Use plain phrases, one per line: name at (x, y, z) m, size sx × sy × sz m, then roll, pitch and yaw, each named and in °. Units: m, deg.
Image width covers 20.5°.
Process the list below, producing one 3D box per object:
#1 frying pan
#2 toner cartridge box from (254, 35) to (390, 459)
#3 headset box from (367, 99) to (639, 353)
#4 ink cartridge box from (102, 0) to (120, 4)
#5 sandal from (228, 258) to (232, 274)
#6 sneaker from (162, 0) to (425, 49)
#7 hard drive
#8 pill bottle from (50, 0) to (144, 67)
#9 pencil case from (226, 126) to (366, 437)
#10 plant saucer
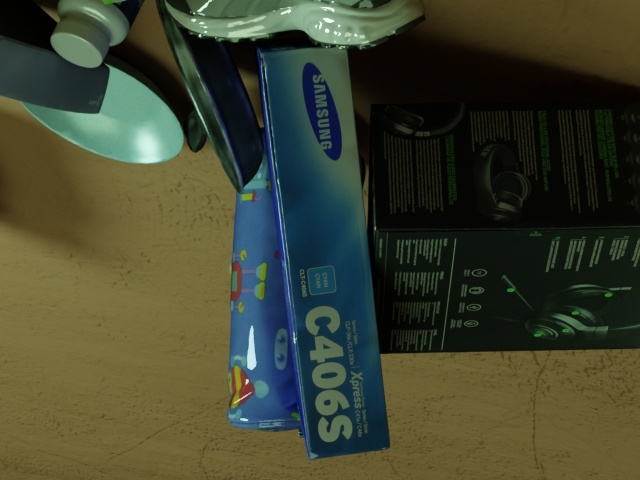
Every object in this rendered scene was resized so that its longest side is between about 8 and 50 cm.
frying pan at (-0.095, -0.108, 1.670) m, size 0.053 × 0.197 × 0.326 m, roll -24°, pitch 153°, yaw -6°
toner cartridge box at (0.000, 0.000, 1.543) m, size 0.075 × 0.348 × 0.165 m, roll -7°, pitch -170°, yaw -4°
headset box at (0.184, -0.008, 1.563) m, size 0.283 × 0.131 × 0.246 m, roll -1°, pitch 152°, yaw 1°
ink cartridge box at (-0.065, -0.283, 1.250) m, size 0.255 × 0.189 × 0.097 m, roll -4°, pitch 143°, yaw 42°
sandal at (0.025, 0.033, 1.941) m, size 0.240 × 0.088 × 0.079 m, roll 20°, pitch 123°, yaw -10°
sneaker at (-0.028, -0.223, 1.469) m, size 0.271 × 0.100 × 0.108 m, roll 7°, pitch 117°, yaw 42°
hard drive at (-0.292, -0.189, 1.598) m, size 0.172 × 0.054 × 0.254 m, roll 42°, pitch -170°, yaw 13°
pill bottle at (-0.191, -0.214, 1.558) m, size 0.067 × 0.120 × 0.067 m, roll 18°, pitch 154°, yaw 9°
pencil case at (-0.021, 0.041, 1.718) m, size 0.133 × 0.306 × 0.119 m, roll 2°, pitch 176°, yaw -8°
plant saucer at (-0.223, -0.149, 1.804) m, size 0.195 × 0.037 × 0.195 m, roll 18°, pitch 154°, yaw 9°
